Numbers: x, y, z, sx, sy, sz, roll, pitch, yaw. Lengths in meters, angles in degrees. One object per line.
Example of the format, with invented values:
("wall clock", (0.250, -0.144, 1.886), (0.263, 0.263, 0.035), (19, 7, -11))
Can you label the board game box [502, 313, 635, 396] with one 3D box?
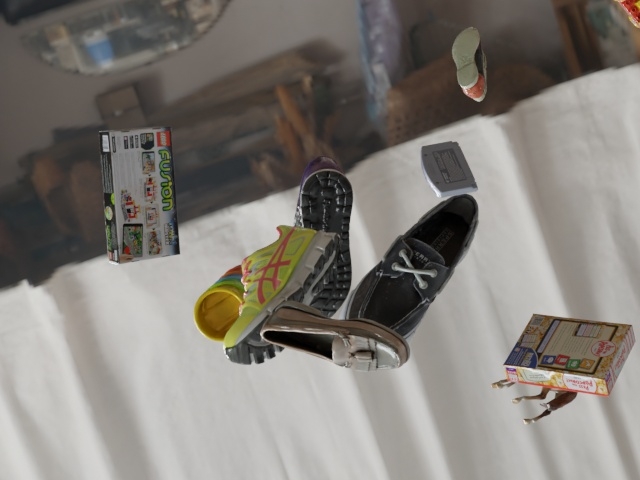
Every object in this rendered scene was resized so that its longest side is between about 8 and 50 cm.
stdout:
("board game box", (0.446, 0.202, 2.096), (0.194, 0.045, 0.146), (5, -139, 36))

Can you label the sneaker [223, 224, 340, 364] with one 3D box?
("sneaker", (-0.062, 0.060, 1.369), (0.094, 0.081, 0.208), (23, -128, 20))

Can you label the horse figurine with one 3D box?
("horse figurine", (0.469, 0.298, 2.460), (0.175, 0.066, 0.263), (-25, -158, -6))

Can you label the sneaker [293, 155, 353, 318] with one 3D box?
("sneaker", (0.000, 0.000, 1.922), (0.107, 0.283, 0.124), (7, -158, -9))

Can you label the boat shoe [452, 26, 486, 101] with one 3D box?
("boat shoe", (0.238, -0.278, 1.834), (0.049, 0.043, 0.137), (-24, -135, 29))

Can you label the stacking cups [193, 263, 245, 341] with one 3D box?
("stacking cups", (-0.155, 0.107, 2.112), (0.096, 0.096, 0.316), (-18, -175, 6))

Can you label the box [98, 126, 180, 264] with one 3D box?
("box", (-0.283, -0.072, 1.831), (0.114, 0.206, 0.036), (-9, -170, -38))

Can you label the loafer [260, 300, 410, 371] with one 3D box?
("loafer", (0.010, 0.084, 0.947), (0.125, 0.045, 0.039), (15, -145, 27))

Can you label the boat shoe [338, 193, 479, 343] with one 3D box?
("boat shoe", (0.131, 0.044, 1.618), (0.301, 0.108, 0.102), (-44, 165, -34))

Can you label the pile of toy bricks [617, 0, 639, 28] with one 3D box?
("pile of toy bricks", (0.248, -0.268, 0.957), (0.118, 0.212, 0.105), (-42, -171, 9))

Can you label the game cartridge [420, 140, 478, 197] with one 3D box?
("game cartridge", (0.154, -0.087, 1.431), (0.056, 0.017, 0.083), (-8, -131, -11))
